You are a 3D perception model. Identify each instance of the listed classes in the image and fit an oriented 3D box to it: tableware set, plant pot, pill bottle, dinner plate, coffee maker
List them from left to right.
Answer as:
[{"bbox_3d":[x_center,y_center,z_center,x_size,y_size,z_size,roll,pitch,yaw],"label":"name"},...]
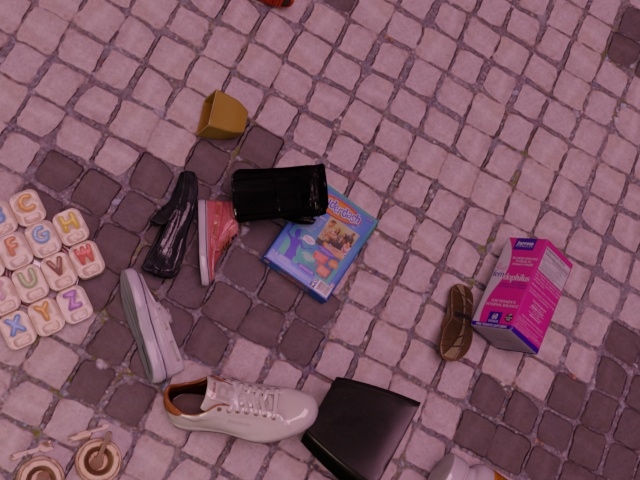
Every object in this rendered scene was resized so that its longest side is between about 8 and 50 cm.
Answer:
[{"bbox_3d":[-0.534,0.065,1.852,0.141,0.017,0.141,4,76,-16],"label":"dinner plate"},{"bbox_3d":[-0.461,0.422,1.780,0.194,0.039,0.128,-16,83,-18],"label":"tableware set"},{"bbox_3d":[-0.197,-0.249,1.987,0.083,0.081,0.081,18,73,-22],"label":"plant pot"},{"bbox_3d":[-0.084,-0.099,1.907,0.178,0.171,0.120,-5,78,9],"label":"coffee maker"},{"bbox_3d":[0.065,0.369,1.876,0.167,0.187,0.188,28,71,6],"label":"plant pot"},{"bbox_3d":[0.334,0.532,1.929,0.246,0.136,0.136,36,71,-6],"label":"pill bottle"}]

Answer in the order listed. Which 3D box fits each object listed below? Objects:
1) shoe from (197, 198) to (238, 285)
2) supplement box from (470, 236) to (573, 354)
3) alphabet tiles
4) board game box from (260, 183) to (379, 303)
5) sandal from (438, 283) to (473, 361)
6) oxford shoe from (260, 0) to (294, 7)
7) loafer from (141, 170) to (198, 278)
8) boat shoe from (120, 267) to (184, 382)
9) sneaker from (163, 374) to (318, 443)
[{"bbox_3d":[-0.203,0.002,1.934,0.081,0.063,0.177,-1,73,-10],"label":"shoe"},{"bbox_3d":[0.426,0.114,2.045,0.114,0.111,0.220,41,67,-33],"label":"supplement box"},{"bbox_3d":[-0.561,0.051,1.828,0.284,0.021,0.277,-24,85,-18],"label":"alphabet tiles"},{"bbox_3d":[0.000,0.000,2.001,0.160,0.047,0.210,36,71,-5],"label":"board game box"},{"bbox_3d":[0.283,0.177,2.046,0.072,0.049,0.180,22,58,-16],"label":"sandal"},{"bbox_3d":[-0.157,-0.603,2.070,0.271,0.097,0.098,36,65,-6],"label":"oxford shoe"},{"bbox_3d":[-0.296,-0.036,1.910,0.078,0.076,0.223,17,77,-20],"label":"loafer"},{"bbox_3d":[-0.323,0.158,1.867,0.076,0.083,0.226,-16,94,-30],"label":"boat shoe"},{"bbox_3d":[-0.152,0.308,1.795,0.290,0.123,0.105,-2,58,6],"label":"sneaker"}]
